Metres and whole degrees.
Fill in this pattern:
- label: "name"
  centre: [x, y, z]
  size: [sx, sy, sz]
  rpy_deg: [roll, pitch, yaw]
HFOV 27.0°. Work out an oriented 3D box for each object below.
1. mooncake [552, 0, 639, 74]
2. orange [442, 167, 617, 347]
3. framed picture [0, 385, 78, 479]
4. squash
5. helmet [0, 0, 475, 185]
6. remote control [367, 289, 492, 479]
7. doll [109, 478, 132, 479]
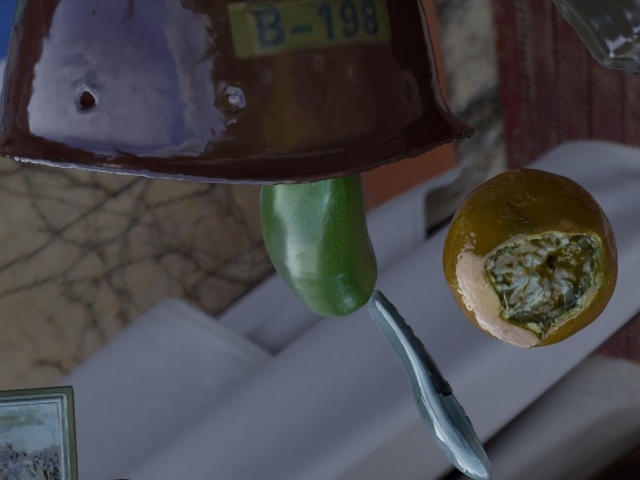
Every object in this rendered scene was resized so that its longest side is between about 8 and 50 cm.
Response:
- label: "mooncake"
  centre: [0.328, -0.260, 1.125]
  size: [0.161, 0.290, 0.290]
  rpy_deg: [59, 159, 5]
- label: "orange"
  centre: [0.182, 0.015, 1.139]
  size: [0.155, 0.154, 0.134]
  rpy_deg: [58, 162, -9]
- label: "framed picture"
  centre: [-0.411, 0.278, 1.514]
  size: [0.017, 0.274, 0.217]
  rpy_deg: [152, 113, -82]
- label: "squash"
  centre: [0.000, 0.000, 1.342]
  size: [0.107, 0.107, 0.395]
  rpy_deg: [47, 170, 19]
- label: "helmet"
  centre: [-0.064, -0.179, 1.005]
  size: [0.337, 0.385, 0.230]
  rpy_deg: [19, 114, 58]
- label: "remote control"
  centre: [0.119, 0.165, 1.519]
  size: [0.256, 0.045, 0.097]
  rpy_deg: [60, 172, 28]
- label: "doll"
  centre: [-0.146, 0.292, 0.902]
  size: [0.127, 0.088, 0.249]
  rpy_deg: [126, 139, -57]
